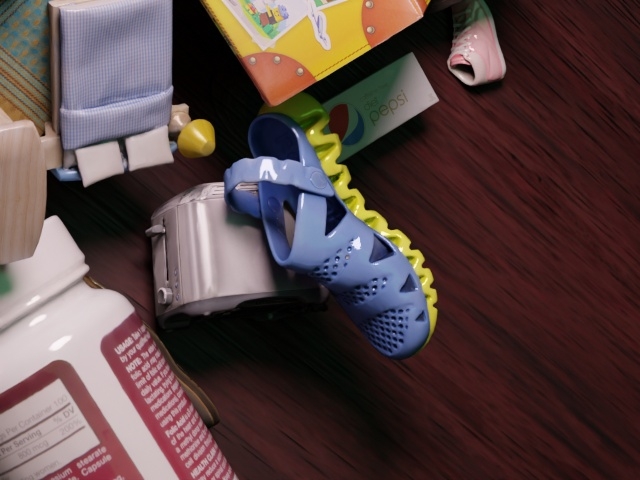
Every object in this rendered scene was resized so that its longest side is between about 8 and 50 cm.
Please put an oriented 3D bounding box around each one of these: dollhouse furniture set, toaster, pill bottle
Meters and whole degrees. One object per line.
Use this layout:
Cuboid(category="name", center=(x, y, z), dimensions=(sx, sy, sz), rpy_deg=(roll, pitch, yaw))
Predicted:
Cuboid(category="dollhouse furniture set", center=(-0.211, -0.155, 1.325), dimensions=(0.303, 0.198, 0.286), rpy_deg=(-16, 129, -31))
Cuboid(category="toaster", center=(-0.087, 0.015, 1.588), dimensions=(0.227, 0.129, 0.146), rpy_deg=(-4, 79, -34))
Cuboid(category="pill bottle", center=(-0.241, 0.189, 1.402), dimensions=(0.224, 0.224, 0.392), rpy_deg=(-34, 97, -31))

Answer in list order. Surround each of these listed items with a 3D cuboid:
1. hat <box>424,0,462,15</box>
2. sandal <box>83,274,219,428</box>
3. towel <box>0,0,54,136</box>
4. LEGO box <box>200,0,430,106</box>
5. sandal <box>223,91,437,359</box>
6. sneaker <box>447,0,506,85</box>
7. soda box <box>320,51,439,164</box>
Cuboid(category="hat", center=(0.107, -0.435, 1.766), dimensions=(0.331, 0.331, 0.134), rpy_deg=(55, 17, -9))
Cuboid(category="sandal", center=(-0.195, 0.130, 1.538), dimensions=(0.060, 0.090, 0.219), rpy_deg=(-40, 108, -9))
Cuboid(category="towel", center=(-0.366, -0.165, 1.365), dimensions=(0.370, 0.040, 0.271), rpy_deg=(-45, 137, -4))
Cuboid(category="LEGO box", center=(-0.082, -0.435, 1.529), dimensions=(0.500, 0.193, 0.372), rpy_deg=(57, 17, -11))
Cuboid(category="sandal", center=(0.000, 0.000, 1.507), dimensions=(0.138, 0.126, 0.317), rpy_deg=(-35, 87, -44))
Cuboid(category="sneaker", center=(0.193, -0.265, 1.858), dimensions=(0.070, 0.051, 0.134), rpy_deg=(-26, 97, -37))
Cuboid(category="soda box", center=(0.040, -0.149, 1.733), dimensions=(0.216, 0.069, 0.074), rpy_deg=(-33, 97, -31))
